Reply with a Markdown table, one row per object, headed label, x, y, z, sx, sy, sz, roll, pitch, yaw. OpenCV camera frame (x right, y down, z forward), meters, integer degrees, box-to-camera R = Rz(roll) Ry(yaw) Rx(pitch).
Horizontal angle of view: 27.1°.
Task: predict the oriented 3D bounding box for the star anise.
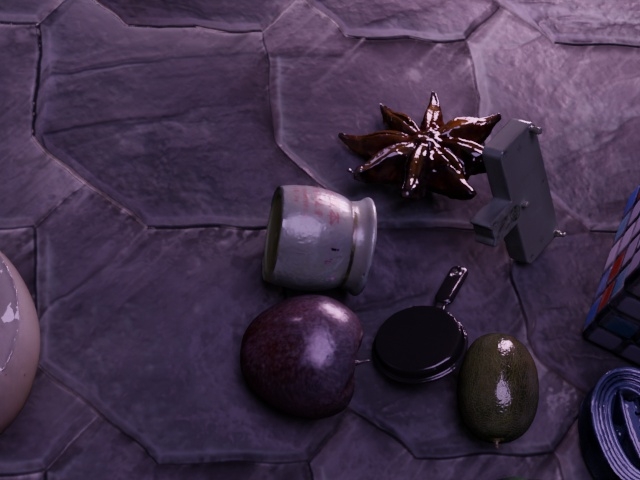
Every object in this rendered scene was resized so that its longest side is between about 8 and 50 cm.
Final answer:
| label | x | y | z | sx | sy | sz | roll | pitch | yaw |
| --- | --- | --- | --- | --- | --- | --- | --- | --- | --- |
| star anise | 0.160 | -0.121 | 2.006 | 0.271 | 0.103 | 0.272 | -3 | 39 | 2 |

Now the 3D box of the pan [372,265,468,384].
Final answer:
| label | x | y | z | sx | sy | sz | roll | pitch | yaw |
| --- | --- | --- | --- | --- | --- | --- | --- | --- | --- |
| pan | 0.158 | 0.109 | 1.889 | 0.136 | 0.028 | 0.235 | 10 | 46 | 24 |

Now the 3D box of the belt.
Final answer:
| label | x | y | z | sx | sy | sz | roll | pitch | yaw |
| --- | --- | --- | --- | --- | --- | --- | --- | --- | --- |
| belt | 0.438 | 0.271 | 1.862 | 0.141 | 0.082 | 0.190 | -9 | 66 | -15 |

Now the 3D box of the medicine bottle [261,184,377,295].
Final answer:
| label | x | y | z | sx | sy | sz | roll | pitch | yaw |
| --- | --- | --- | --- | --- | --- | --- | --- | --- | --- |
| medicine bottle | 0.000 | 0.000 | 1.862 | 0.143 | 0.147 | 0.147 | 8 | 61 | -11 |

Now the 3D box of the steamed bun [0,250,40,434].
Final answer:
| label | x | y | z | sx | sy | sz | roll | pitch | yaw |
| --- | --- | --- | --- | --- | --- | --- | --- | --- | --- |
| steamed bun | -0.506 | 0.133 | 1.634 | 0.324 | 0.206 | 0.324 | 6 | 64 | -12 |

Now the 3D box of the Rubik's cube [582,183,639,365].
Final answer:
| label | x | y | z | sx | sy | sz | roll | pitch | yaw |
| --- | --- | --- | --- | --- | --- | --- | --- | --- | --- |
| Rubik's cube | 0.587 | 0.035 | 1.907 | 0.286 | 0.292 | 0.293 | 26 | 61 | 2 |

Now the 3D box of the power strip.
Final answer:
| label | x | y | z | sx | sy | sz | roll | pitch | yaw |
| --- | --- | --- | --- | --- | --- | --- | --- | --- | --- |
| power strip | 0.280 | -0.051 | 1.928 | 0.061 | 0.216 | 0.145 | 19 | 53 | 42 |

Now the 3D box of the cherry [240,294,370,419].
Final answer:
| label | x | y | z | sx | sy | sz | roll | pitch | yaw |
| --- | --- | --- | --- | --- | --- | --- | --- | --- | --- |
| cherry | -0.022 | 0.150 | 1.782 | 0.176 | 0.140 | 0.176 | 0 | 71 | 0 |

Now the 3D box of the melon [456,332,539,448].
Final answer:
| label | x | y | z | sx | sy | sz | roll | pitch | yaw |
| --- | --- | --- | --- | --- | --- | --- | --- | --- | --- |
| melon | 0.243 | 0.208 | 1.831 | 0.114 | 0.114 | 0.167 | 10 | 62 | -8 |

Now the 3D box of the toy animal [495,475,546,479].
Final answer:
| label | x | y | z | sx | sy | sz | roll | pitch | yaw |
| --- | --- | --- | --- | --- | --- | --- | --- | --- | --- |
| toy animal | 0.314 | 0.440 | 1.678 | 0.216 | 0.191 | 0.338 | -37 | 76 | -27 |
